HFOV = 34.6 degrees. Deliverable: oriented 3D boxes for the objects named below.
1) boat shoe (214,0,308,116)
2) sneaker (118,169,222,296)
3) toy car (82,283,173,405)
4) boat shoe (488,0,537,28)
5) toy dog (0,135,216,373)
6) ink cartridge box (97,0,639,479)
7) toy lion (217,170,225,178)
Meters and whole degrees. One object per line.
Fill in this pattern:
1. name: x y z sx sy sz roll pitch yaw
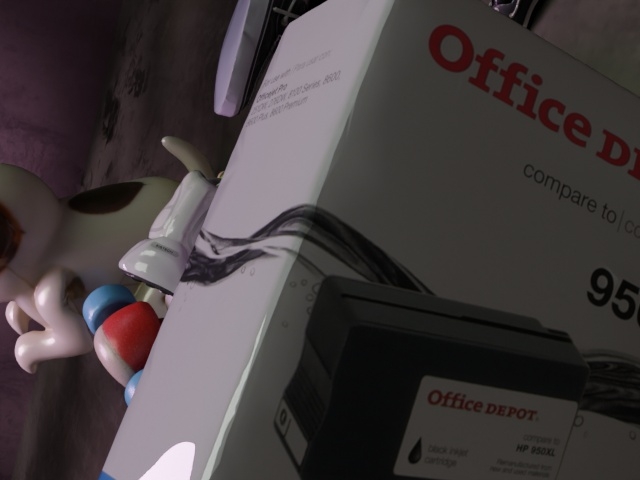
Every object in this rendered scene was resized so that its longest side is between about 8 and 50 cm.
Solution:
1. boat shoe: -0.059 -0.304 1.387 0.113 0.105 0.306 -12 61 69
2. sneaker: -0.093 0.006 1.003 0.292 0.110 0.118 33 -100 -81
3. toy car: -0.153 0.112 1.352 0.238 0.210 0.219 -44 44 4
4. boat shoe: 0.168 -0.210 0.901 0.125 0.038 0.046 -58 30 37
5. toy dog: -0.370 0.019 1.541 0.395 0.408 0.284 -65 27 27
6. ink cartridge box: 0.061 0.088 0.594 0.166 0.285 0.394 -7 60 65
7. toy lion: -0.110 -0.031 1.375 0.096 0.100 0.034 -60 24 -9
